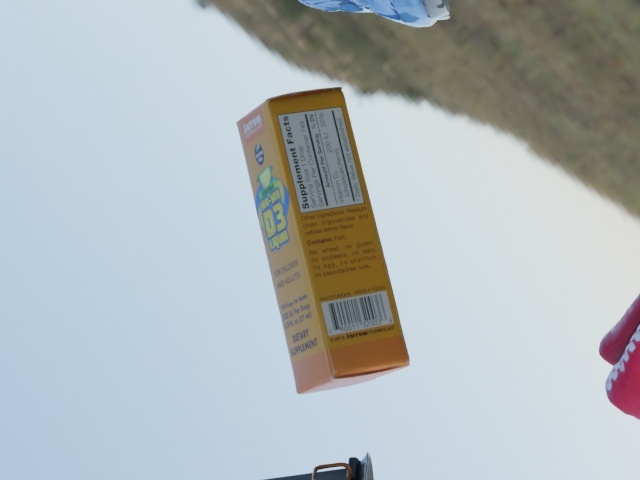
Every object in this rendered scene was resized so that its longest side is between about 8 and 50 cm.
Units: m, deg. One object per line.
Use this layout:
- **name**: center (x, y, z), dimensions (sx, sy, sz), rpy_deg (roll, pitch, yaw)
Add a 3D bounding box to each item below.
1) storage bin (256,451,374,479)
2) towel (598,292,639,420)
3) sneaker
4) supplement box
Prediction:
- **storage bin**: center (-0.012, 0.195, 1.123), dimensions (0.135, 0.091, 0.098), rpy_deg (-80, -15, -70)
- **towel**: center (0.229, 0.059, 0.476), dimensions (0.275, 0.199, 0.031), rpy_deg (29, -124, 1)
- **sneaker**: center (0.014, -0.141, 0.893), dimensions (0.209, 0.082, 0.069), rpy_deg (-117, 12, -74)
- **supplement box**: center (0.000, 0.000, 1.397), dimensions (0.078, 0.080, 0.233), rpy_deg (-31, 69, 63)
